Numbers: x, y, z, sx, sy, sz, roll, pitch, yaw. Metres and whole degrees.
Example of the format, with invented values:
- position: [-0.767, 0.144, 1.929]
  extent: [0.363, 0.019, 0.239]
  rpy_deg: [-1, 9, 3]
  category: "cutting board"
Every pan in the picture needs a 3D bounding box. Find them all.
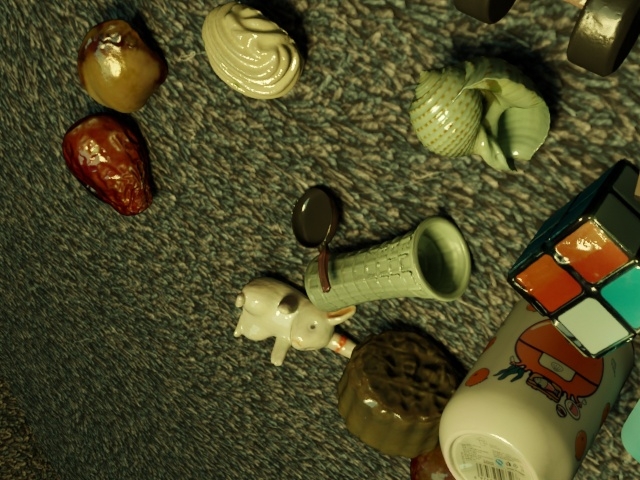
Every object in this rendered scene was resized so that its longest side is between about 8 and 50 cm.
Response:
- position: [0.003, 0.001, 1.464]
  extent: [0.115, 0.040, 0.212]
  rpy_deg: [-42, 50, 40]
  category: "pan"

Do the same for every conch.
- position: [0.221, -0.188, 1.154]
  extent: [0.200, 0.131, 0.172]
  rpy_deg: [28, 124, -37]
  category: "conch"

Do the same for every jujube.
- position: [-0.437, -0.155, 1.709]
  extent: [0.168, 0.168, 0.236]
  rpy_deg: [-1, 125, 40]
  category: "jujube"

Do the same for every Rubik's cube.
- position: [0.400, 0.029, 1.134]
  extent: [0.180, 0.167, 0.183]
  rpy_deg: [43, 139, 4]
  category: "Rubik's cube"

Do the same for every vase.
- position: [0.103, 0.055, 1.428]
  extent: [0.299, 0.143, 0.143]
  rpy_deg: [-15, 109, 47]
  category: "vase"

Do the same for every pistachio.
- position: [-0.378, -0.336, 1.547]
  extent: [0.210, 0.165, 0.130]
  rpy_deg: [98, 159, -54]
  category: "pistachio"

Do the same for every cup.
- position: [0.326, 0.247, 1.244]
  extent: [0.212, 0.317, 0.212]
  rpy_deg: [22, 132, 26]
  category: "cup"

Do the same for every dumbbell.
- position: [0.288, -0.310, 0.988]
  extent: [0.218, 0.152, 0.152]
  rpy_deg: [31, 135, 19]
  category: "dumbbell"

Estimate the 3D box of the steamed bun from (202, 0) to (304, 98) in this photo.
- position: [-0.116, -0.300, 1.319]
  extent: [0.183, 0.106, 0.183]
  rpy_deg: [35, 175, 3]
  category: "steamed bun"

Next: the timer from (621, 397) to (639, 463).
- position: [0.579, 0.268, 1.171]
  extent: [0.232, 0.091, 0.250]
  rpy_deg: [44, 139, 40]
  category: "timer"

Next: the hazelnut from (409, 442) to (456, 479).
- position: [0.289, 0.449, 1.534]
  extent: [0.234, 0.218, 0.218]
  rpy_deg: [52, 142, 25]
  category: "hazelnut"

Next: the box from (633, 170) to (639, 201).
- position: [0.494, -0.159, 0.930]
  extent: [0.188, 0.153, 0.252]
  rpy_deg: [20, 131, 30]
  category: "box"

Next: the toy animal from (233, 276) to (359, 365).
- position: [-0.044, 0.169, 1.628]
  extent: [0.282, 0.138, 0.140]
  rpy_deg: [25, 128, 22]
  category: "toy animal"

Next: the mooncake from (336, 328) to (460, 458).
- position: [0.147, 0.269, 1.477]
  extent: [0.228, 0.228, 0.124]
  rpy_deg: [32, 138, 17]
  category: "mooncake"
